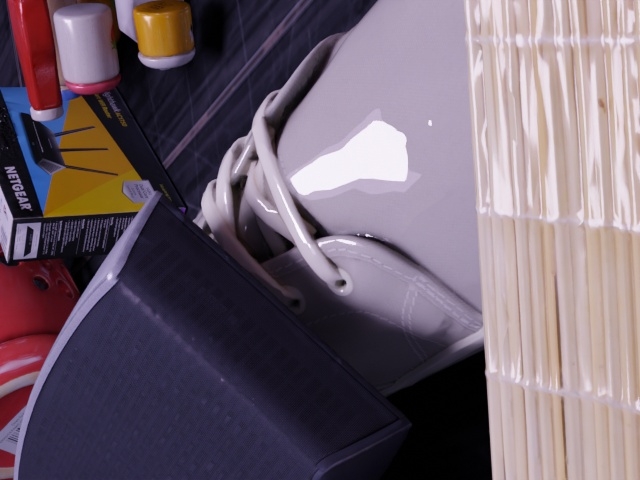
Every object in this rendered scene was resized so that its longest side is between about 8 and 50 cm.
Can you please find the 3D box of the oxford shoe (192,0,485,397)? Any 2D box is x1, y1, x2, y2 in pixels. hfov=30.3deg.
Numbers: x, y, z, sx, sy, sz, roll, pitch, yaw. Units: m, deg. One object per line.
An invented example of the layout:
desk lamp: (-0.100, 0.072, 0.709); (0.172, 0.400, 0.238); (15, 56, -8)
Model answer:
oxford shoe: (0.000, 0.000, 0.587); (0.449, 0.130, 0.169); (-51, 48, 49)

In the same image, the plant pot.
plant pot: (-0.293, 0.105, 1.063); (0.174, 0.191, 0.191); (51, 136, 39)

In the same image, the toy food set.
toy food set: (-0.166, -0.140, 0.889); (0.232, 0.111, 0.105); (35, 136, 53)

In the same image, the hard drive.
hard drive: (-0.074, 0.109, 0.594); (0.172, 0.054, 0.255); (42, 138, 8)

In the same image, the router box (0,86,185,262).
router box: (-0.200, -0.058, 0.929); (0.179, 0.133, 0.046); (55, 139, 42)

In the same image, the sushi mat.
sushi mat: (0.122, 0.053, 0.416); (0.151, 0.019, 0.317); (2, 100, 39)
